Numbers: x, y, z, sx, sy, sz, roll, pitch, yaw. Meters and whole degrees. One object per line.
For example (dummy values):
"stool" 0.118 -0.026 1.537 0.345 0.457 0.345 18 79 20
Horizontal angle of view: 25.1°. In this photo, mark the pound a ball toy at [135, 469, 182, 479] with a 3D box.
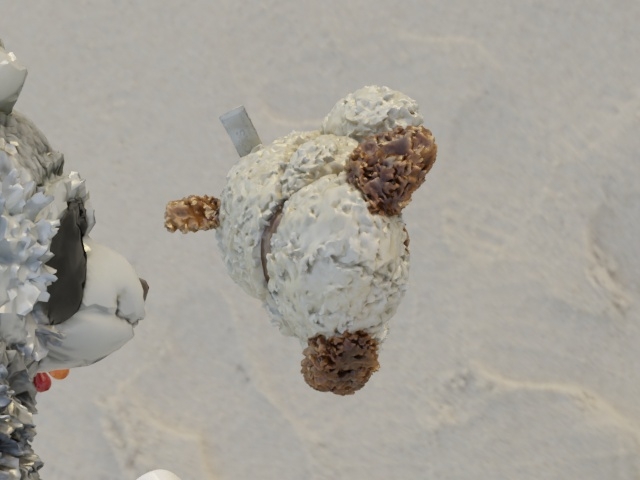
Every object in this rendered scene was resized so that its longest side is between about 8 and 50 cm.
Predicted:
"pound a ball toy" -0.179 0.441 1.619 0.208 0.136 0.319 -39 47 3

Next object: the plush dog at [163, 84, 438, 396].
"plush dog" 0.000 0.000 1.185 0.225 0.210 0.262 -152 70 -64

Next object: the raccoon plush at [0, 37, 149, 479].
"raccoon plush" -0.259 0.047 0.581 0.216 0.446 0.299 -23 69 36

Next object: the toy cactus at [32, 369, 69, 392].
"toy cactus" -0.289 0.066 1.532 0.112 0.180 0.219 9 103 15
